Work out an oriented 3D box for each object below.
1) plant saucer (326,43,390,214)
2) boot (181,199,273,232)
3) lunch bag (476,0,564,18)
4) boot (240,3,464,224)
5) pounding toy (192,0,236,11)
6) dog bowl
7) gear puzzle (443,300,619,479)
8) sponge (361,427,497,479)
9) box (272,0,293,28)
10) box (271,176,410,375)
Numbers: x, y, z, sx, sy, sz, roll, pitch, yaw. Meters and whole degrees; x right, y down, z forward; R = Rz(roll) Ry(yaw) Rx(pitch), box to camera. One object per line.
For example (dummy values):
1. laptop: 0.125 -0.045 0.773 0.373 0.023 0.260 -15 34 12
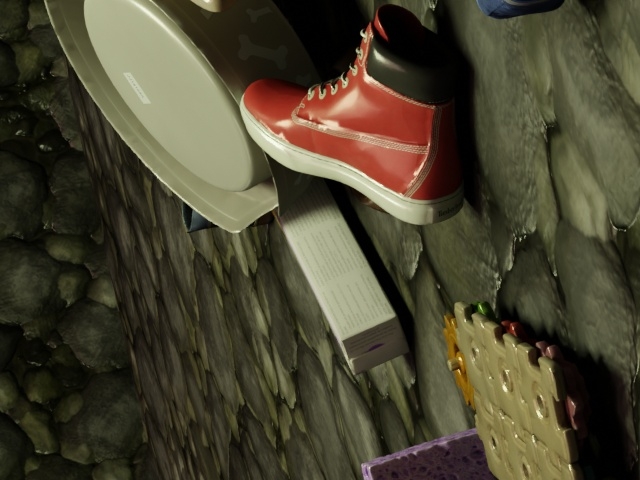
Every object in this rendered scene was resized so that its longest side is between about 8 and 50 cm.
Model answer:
1. plant saucer: 0.039 -0.103 1.808 0.168 0.029 0.168 166 90 -77
2. boot: -0.111 -0.077 2.269 0.219 0.106 0.082 94 157 -54
3. lunch bag: 0.133 -0.200 1.239 0.065 0.067 0.098 137 118 -74
4. boot: 0.024 -0.136 1.608 0.244 0.088 0.176 26 134 38
5. pounding toy: -0.027 -0.256 1.599 0.154 0.269 0.155 15 129 28
6. dog bowl: -0.125 -0.168 1.873 0.349 0.102 0.349 42 158 21
7. gear puzzle: 0.164 0.136 1.543 0.339 0.044 0.175 -144 39 -73
8. sponge: 0.116 0.286 1.717 0.031 0.117 0.210 -175 71 -74
9. box: -0.121 -0.306 2.009 0.216 0.060 0.270 6 108 57
10. box: 0.000 0.000 1.971 0.063 0.067 0.324 68 175 -47
